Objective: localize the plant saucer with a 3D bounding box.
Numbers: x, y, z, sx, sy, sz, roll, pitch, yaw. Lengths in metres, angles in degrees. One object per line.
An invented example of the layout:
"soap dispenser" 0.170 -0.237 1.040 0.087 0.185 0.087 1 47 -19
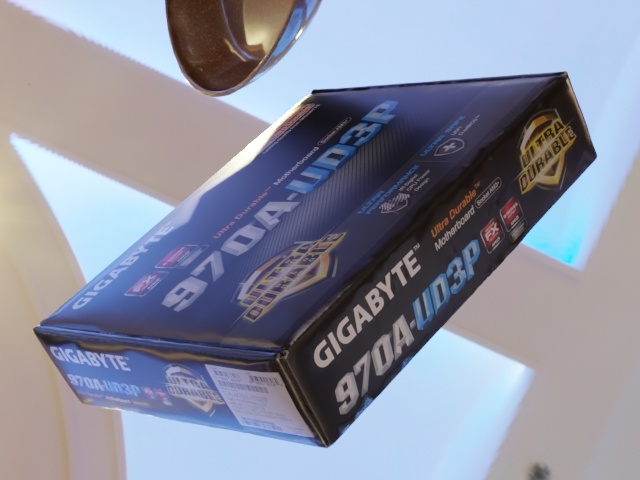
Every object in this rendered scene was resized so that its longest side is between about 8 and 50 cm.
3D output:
"plant saucer" -0.037 -0.182 0.821 0.036 0.198 0.198 4 -84 -30

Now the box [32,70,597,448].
"box" 0.000 0.000 0.651 0.220 0.175 0.051 -43 -61 -33
